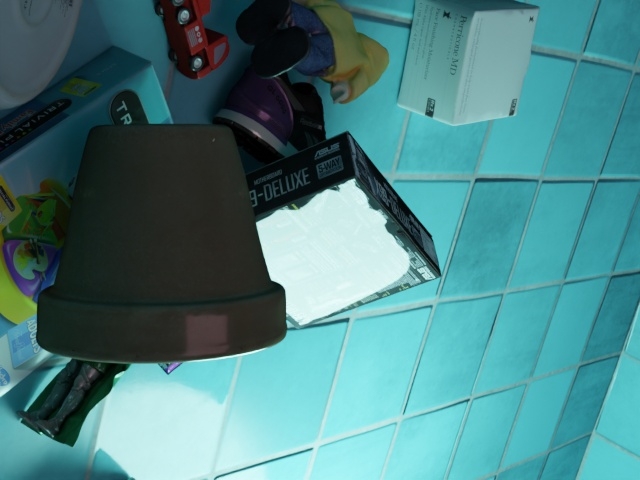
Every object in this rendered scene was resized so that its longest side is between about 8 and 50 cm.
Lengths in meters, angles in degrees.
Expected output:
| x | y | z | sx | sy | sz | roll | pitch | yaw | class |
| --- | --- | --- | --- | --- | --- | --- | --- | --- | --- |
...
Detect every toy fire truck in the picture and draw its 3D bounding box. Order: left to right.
| x | y | z | sx | sy | sz | roll | pitch | yaw | class |
| --- | --- | --- | --- | --- | --- | --- | --- | --- | --- |
| -0.133 | -0.301 | 1.161 | 0.135 | 0.047 | 0.192 | -39 | 136 | -28 | toy fire truck |

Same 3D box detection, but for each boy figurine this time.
| x | y | z | sx | sy | sz | roll | pitch | yaw | class |
| --- | --- | --- | --- | --- | --- | --- | --- | --- | --- |
| 0.003 | -0.255 | 1.284 | 0.092 | 0.177 | 0.285 | -30 | 169 | 23 | boy figurine |

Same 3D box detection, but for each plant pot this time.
| x | y | z | sx | sy | sz | roll | pitch | yaw | class |
| --- | --- | --- | --- | --- | --- | --- | --- | --- | --- |
| -0.169 | -0.007 | 1.037 | 0.263 | 0.263 | 0.229 | -7 | 98 | -47 | plant pot |

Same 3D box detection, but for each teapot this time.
| x | y | z | sx | sy | sz | roll | pitch | yaw | class |
| --- | --- | --- | --- | --- | --- | --- | --- | --- | --- |
| -0.332 | -0.247 | 0.862 | 0.252 | 0.187 | 0.256 | 95 | 12 | -55 | teapot |

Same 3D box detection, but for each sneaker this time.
| x | y | z | sx | sy | sz | roll | pitch | yaw | class |
| --- | --- | --- | --- | --- | --- | --- | --- | --- | --- |
| -0.019 | -0.144 | 1.347 | 0.283 | 0.107 | 0.124 | 39 | 74 | -52 | sneaker |

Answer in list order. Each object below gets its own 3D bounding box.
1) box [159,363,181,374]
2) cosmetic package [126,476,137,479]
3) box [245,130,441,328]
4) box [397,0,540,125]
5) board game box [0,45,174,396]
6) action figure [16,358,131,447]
| x | y | z | sx | sy | sz | roll | pitch | yaw | class |
| --- | --- | --- | --- | --- | --- | --- | --- | --- | --- |
| -0.169 | 0.105 | 1.329 | 0.116 | 0.029 | 0.162 | -37 | 161 | -30 | box |
| -0.251 | 0.508 | 1.440 | 0.153 | 0.129 | 0.296 | -42 | 138 | -27 | cosmetic package |
| 0.000 | 0.000 | 1.359 | 0.242 | 0.076 | 0.307 | -22 | 145 | 19 | box |
| 0.232 | -0.288 | 1.537 | 0.182 | 0.119 | 0.181 | -15 | 122 | -45 | box |
| -0.299 | -0.022 | 1.109 | 0.336 | 0.079 | 0.253 | -41 | 138 | -26 | board game box |
| -0.276 | 0.139 | 1.220 | 0.232 | 0.137 | 0.063 | -55 | 130 | -25 | action figure |
